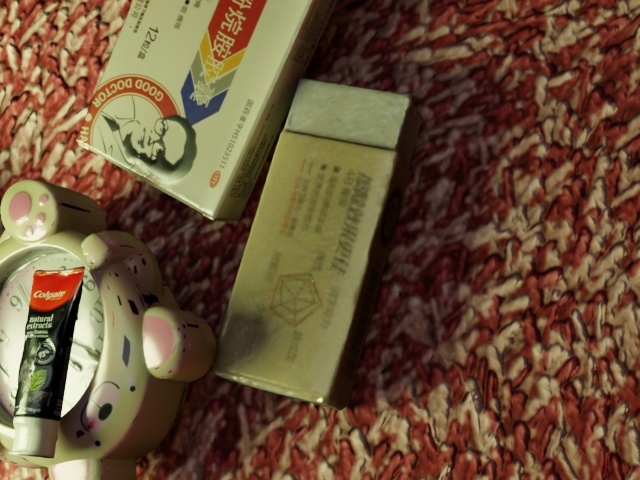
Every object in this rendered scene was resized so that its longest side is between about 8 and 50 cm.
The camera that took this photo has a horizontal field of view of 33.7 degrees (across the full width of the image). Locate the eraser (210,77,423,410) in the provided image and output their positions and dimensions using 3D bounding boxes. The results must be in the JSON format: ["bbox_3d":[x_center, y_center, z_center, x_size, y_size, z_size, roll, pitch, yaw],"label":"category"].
[{"bbox_3d":[0.000,0.000,1.136,0.144,0.078,0.343,13,78,20],"label":"eraser"}]

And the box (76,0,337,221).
[{"bbox_3d":[-0.119,-0.224,1.198,0.214,0.069,0.353,29,102,22],"label":"box"}]

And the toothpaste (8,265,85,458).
[{"bbox_3d":[-0.279,0.120,1.064,0.071,0.045,0.193,-3,73,30],"label":"toothpaste"}]

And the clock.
[{"bbox_3d":[-0.277,0.114,1.145,0.309,0.114,0.284,36,96,30],"label":"clock"}]
